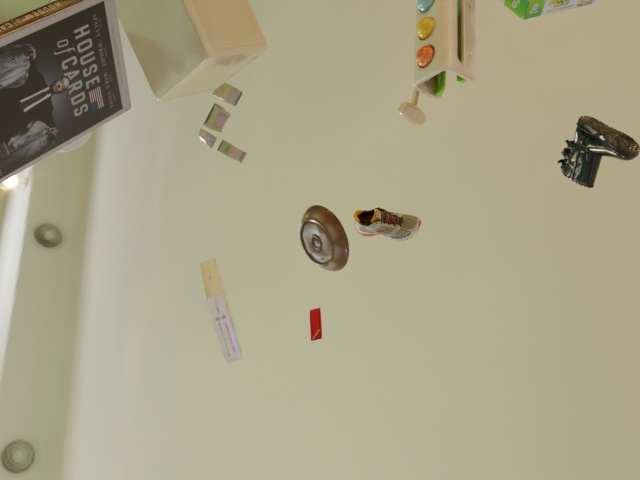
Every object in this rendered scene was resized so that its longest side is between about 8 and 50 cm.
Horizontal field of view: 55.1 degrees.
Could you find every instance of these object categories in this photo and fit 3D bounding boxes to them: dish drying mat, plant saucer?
[{"bbox_3d":[-0.012,0.209,1.531,0.032,0.008,0.083,-19,-125,23],"label":"dish drying mat"},{"bbox_3d":[0.000,0.000,1.718,0.199,0.036,0.198,28,-50,40],"label":"plant saucer"}]

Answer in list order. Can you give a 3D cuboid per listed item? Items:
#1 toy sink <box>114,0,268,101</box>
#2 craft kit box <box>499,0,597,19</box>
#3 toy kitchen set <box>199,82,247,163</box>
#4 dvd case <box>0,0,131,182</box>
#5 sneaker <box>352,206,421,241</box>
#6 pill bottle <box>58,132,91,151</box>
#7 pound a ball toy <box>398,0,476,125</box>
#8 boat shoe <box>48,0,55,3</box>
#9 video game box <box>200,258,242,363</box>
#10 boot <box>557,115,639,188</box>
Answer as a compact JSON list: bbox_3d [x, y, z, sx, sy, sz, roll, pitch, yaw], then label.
[{"bbox_3d":[-0.205,-0.352,0.910,0.153,0.131,0.234,-21,-84,46],"label":"toy sink"},{"bbox_3d":[0.539,-0.668,1.566,0.249,0.247,0.061,56,-22,33],"label":"craft kit box"},{"bbox_3d":[-0.294,-0.387,2.018,0.207,0.166,0.122,-60,-143,5],"label":"toy kitchen set"},{"bbox_3d":[-0.332,-0.177,0.719,0.030,0.239,0.179,35,-35,19],"label":"dvd case"},{"bbox_3d":[0.205,-0.054,1.931,0.225,0.092,0.088,1,-120,24],"label":"sneaker"},{"bbox_3d":[-0.429,-0.220,0.970,0.086,0.152,0.086,-12,-141,10],"label":"pill bottle"},{"bbox_3d":[0.271,-0.480,1.550,0.208,0.136,0.319,-18,-117,53],"label":"pound a ball toy"},{"bbox_3d":[-0.477,-0.574,1.240,0.119,0.121,0.335,30,-82,20],"label":"boat shoe"},{"bbox_3d":[-0.243,0.168,1.493,0.205,0.048,0.187,-124,-158,-65],"label":"video game box"},{"bbox_3d":[0.428,-0.127,0.951,0.121,0.045,0.099,52,-32,43],"label":"boot"}]
